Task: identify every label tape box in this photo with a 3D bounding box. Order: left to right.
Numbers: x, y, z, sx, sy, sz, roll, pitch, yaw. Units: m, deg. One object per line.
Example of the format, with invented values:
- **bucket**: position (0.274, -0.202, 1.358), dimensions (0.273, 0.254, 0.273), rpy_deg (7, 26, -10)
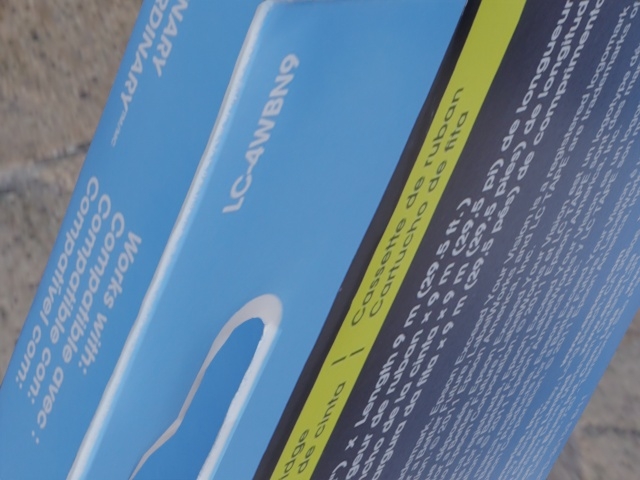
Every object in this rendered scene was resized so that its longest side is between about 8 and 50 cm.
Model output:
- **label tape box**: position (0.000, 0.000, 0.570), dimensions (0.115, 0.348, 0.249), rpy_deg (35, 117, 23)
